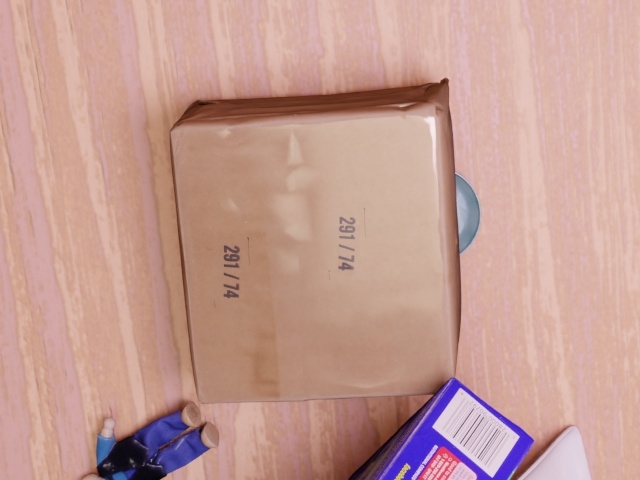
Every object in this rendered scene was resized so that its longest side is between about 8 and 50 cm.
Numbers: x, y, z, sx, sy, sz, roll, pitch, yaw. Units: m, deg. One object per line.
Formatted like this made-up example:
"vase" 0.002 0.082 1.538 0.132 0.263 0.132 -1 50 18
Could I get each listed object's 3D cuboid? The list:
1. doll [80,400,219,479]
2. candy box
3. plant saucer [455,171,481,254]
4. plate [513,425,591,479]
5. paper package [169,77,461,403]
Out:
"doll" -0.222 0.265 1.587 0.189 0.046 0.129 -33 110 15
"candy box" 0.059 0.327 1.393 0.122 0.268 0.317 40 146 3
"plant saucer" 0.129 -0.031 1.521 0.119 0.021 0.119 0 104 1
"plate" 0.253 0.398 1.527 0.045 0.278 0.277 -4 107 42
"paper package" 0.000 0.000 1.442 0.309 0.168 0.325 -3 106 9
